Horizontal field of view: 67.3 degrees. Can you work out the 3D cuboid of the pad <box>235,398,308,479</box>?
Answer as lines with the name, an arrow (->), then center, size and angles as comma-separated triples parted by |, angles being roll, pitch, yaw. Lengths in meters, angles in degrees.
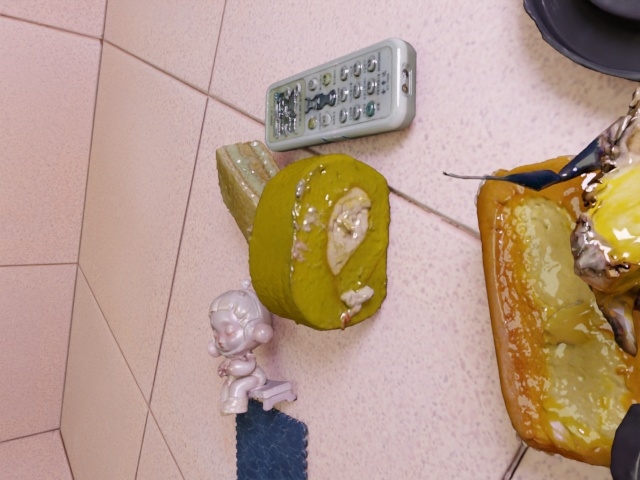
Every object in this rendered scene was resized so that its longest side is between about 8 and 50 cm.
pad -> -0.108, 0.472, 0.993 | 0.270, 0.012, 0.268 | -3, 88, 50

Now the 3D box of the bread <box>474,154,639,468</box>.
bread -> 0.250, 0.063, 0.472 | 0.153, 0.120, 0.287 | -13, 81, 54

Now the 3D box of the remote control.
remote control -> 0.019, -0.223, 0.787 | 0.336, 0.066, 0.127 | 4, 95, 50

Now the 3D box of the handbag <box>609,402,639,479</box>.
handbag -> 0.318, 0.277, 0.340 | 0.075, 0.192, 0.331 | 139, 125, -79

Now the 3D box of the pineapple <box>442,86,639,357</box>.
pineapple -> 0.281, -0.045, 0.352 | 0.335, 0.161, 0.158 | -30, 58, 0

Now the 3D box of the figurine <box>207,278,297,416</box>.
figurine -> -0.145, 0.202, 0.950 | 0.182, 0.145, 0.256 | 149, 112, -69

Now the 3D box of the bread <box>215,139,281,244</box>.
bread -> -0.119, -0.083, 0.904 | 0.196, 0.102, 0.138 | 57, 156, 31

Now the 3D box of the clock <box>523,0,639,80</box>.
clock -> 0.332, -0.296, 0.405 | 0.325, 0.067, 0.324 | 2, 92, 50

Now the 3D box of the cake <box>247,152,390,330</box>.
cake -> 0.000, 0.000, 0.723 | 0.156, 0.179, 0.260 | 2, 93, 50
